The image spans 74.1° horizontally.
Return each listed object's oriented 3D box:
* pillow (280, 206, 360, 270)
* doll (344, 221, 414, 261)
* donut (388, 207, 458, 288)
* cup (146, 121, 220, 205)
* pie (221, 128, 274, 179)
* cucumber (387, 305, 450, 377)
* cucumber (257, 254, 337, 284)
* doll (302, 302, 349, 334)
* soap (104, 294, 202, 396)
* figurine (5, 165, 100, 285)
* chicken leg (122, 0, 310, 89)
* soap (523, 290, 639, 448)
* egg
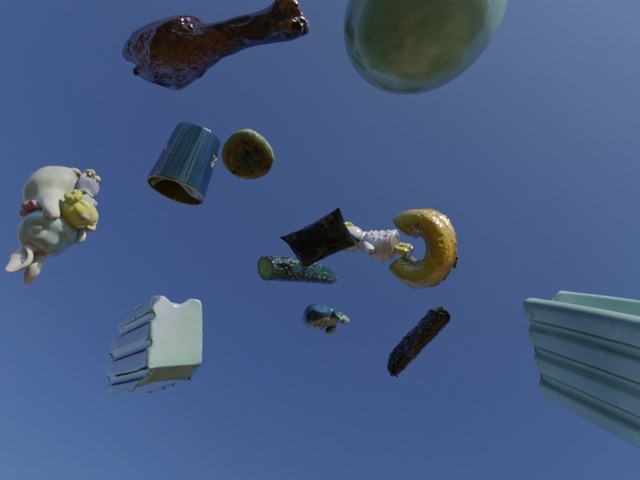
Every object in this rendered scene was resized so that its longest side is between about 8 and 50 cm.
[{"bbox_3d":[0.000,0.000,0.898,0.150,0.048,0.090,-26,-89,21],"label":"pillow"},{"bbox_3d":[0.118,0.004,1.023,0.207,0.129,0.081,11,-67,23],"label":"doll"},{"bbox_3d":[0.216,0.014,0.905,0.146,0.078,0.181,7,-96,36],"label":"donut"},{"bbox_3d":[-0.317,-0.175,0.998,0.131,0.155,0.176,24,-19,-21],"label":"cup"},{"bbox_3d":[-0.115,-0.133,0.673,0.084,0.021,0.084,-3,-64,-7],"label":"pie"},{"bbox_3d":[0.203,0.213,0.894,0.053,0.053,0.181,44,-96,-7],"label":"cucumber"},{"bbox_3d":[-0.043,0.081,1.102,0.067,0.293,0.068,-7,-101,36],"label":"cucumber"},{"bbox_3d":[0.003,0.154,0.841,0.083,0.051,0.076,11,-42,-27],"label":"doll"},{"bbox_3d":[-0.292,0.190,0.733,0.091,0.145,0.230,12,-25,-36],"label":"soap"},{"bbox_3d":[-0.529,-0.034,0.852,0.155,0.236,0.127,-7,-35,-11],"label":"figurine"},{"bbox_3d":[-0.194,-0.291,0.654,0.406,0.158,0.096,8,-62,42],"label":"chicken leg"},{"bbox_3d":[0.381,0.157,0.528,0.087,0.265,0.160,-11,-90,-8],"label":"soap"},{"bbox_3d":[0.129,-0.276,0.516,0.231,0.168,0.168,-41,-78,-19],"label":"egg"}]
